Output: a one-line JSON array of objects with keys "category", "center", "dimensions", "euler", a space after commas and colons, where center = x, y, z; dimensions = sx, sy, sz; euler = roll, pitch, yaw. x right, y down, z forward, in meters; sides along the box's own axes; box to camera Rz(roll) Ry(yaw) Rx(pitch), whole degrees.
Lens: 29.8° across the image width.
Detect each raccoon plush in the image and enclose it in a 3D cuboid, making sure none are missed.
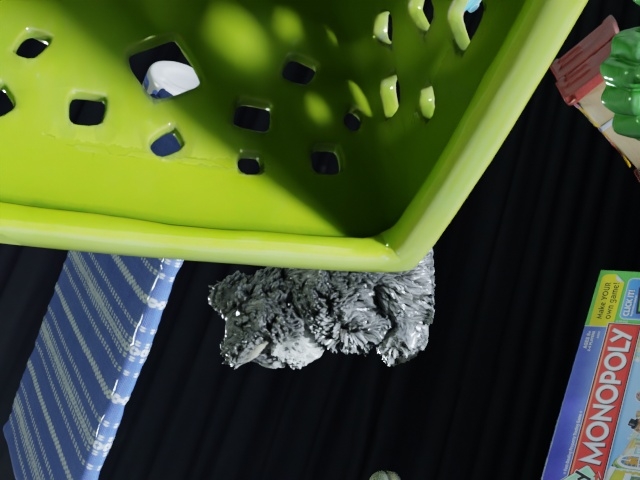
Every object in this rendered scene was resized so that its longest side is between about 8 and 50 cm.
[{"category": "raccoon plush", "center": [0.000, 0.000, 1.715], "dimensions": [0.299, 0.216, 0.447], "euler": [0, 114, -12]}]

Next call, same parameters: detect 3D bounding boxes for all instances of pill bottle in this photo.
[{"category": "pill bottle", "center": [-0.179, -0.127, 1.365], "dimensions": [0.078, 0.078, 0.137], "euler": [22, 121, -8]}]

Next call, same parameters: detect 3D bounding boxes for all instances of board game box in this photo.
[{"category": "board game box", "center": [0.371, 0.172, 1.282], "dimensions": [0.213, 0.317, 0.046], "euler": [3, 142, 29]}]

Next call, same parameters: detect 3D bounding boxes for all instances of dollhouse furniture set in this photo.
[{"category": "dollhouse furniture set", "center": [0.532, -0.263, 1.662], "dimensions": [0.374, 0.152, 0.201], "euler": [-37, 111, 21]}]

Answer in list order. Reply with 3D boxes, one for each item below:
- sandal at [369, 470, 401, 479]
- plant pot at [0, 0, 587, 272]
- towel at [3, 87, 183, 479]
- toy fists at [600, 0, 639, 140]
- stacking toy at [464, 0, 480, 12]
[{"category": "sandal", "center": [0.060, 0.379, 1.279], "dimensions": [0.086, 0.303, 0.120], "euler": [0, 126, -4]}, {"category": "plant pot", "center": [-0.041, -0.136, 0.473], "dimensions": [0.228, 0.207, 0.227], "euler": [6, 144, -15]}, {"category": "towel", "center": [-0.163, 0.054, 0.931], "dimensions": [0.040, 0.336, 0.243], "euler": [18, -171, -25]}, {"category": "toy fists", "center": [0.412, -0.243, 1.373], "dimensions": [0.142, 0.096, 0.279], "euler": [8, 114, -11]}, {"category": "stacking toy", "center": [0.131, -0.239, 1.080], "dimensions": [0.167, 0.052, 0.221], "euler": [53, 160, 22]}]
